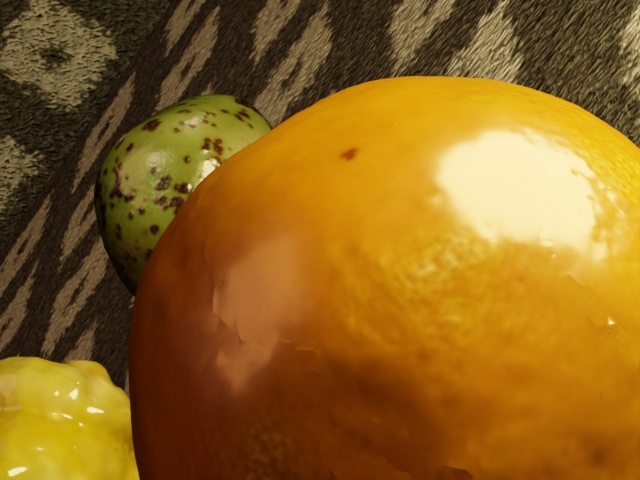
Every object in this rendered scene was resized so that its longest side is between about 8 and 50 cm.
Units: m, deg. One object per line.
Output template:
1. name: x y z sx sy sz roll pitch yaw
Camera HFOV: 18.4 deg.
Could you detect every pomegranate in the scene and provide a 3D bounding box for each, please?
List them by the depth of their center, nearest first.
1. pomegranate: -0.071 -0.027 1.744 0.248 0.214 0.214 -5 47 24

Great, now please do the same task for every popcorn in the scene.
1. popcorn: -0.224 0.235 1.635 0.316 0.281 0.297 -27 -43 -63

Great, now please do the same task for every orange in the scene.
1. orange: 0.057 0.073 0.966 0.312 0.312 0.312 -52 18 25
